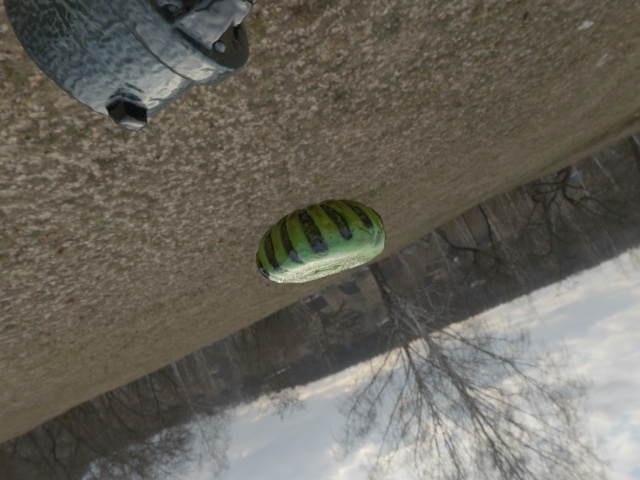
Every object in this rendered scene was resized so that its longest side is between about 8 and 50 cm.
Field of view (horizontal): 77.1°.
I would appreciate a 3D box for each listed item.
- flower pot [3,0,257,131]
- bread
[{"bbox_3d":[-0.236,-0.327,0.539,0.282,0.300,0.299,-22,169,21],"label":"flower pot"},{"bbox_3d":[0.000,0.000,0.437,0.139,0.071,0.129,-26,166,32],"label":"bread"}]
